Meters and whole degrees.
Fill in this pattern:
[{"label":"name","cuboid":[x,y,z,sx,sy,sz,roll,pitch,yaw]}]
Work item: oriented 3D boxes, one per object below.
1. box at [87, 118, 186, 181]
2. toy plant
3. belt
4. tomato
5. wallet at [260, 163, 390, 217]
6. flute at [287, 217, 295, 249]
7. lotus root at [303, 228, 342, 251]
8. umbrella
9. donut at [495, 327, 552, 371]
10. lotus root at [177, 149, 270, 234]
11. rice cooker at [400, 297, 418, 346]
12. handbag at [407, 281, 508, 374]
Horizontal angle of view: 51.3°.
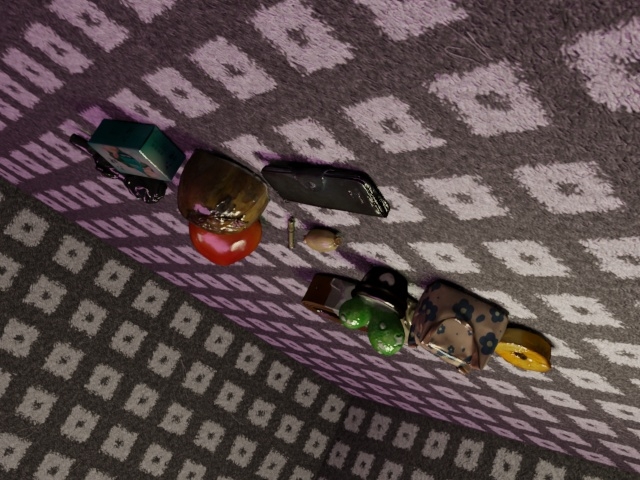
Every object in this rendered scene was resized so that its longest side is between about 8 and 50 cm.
[{"label":"box","cuboid":[-0.529,-0.260,1.918,0.245,0.092,0.153,11,156,36]},{"label":"toy plant","cuboid":[0.175,0.211,2.015,0.218,0.235,0.175,26,162,2]},{"label":"belt","cuboid":[0.095,0.220,2.334,0.339,0.122,0.217,13,159,39]},{"label":"tomato","cuboid":[-0.312,-0.027,2.117,0.260,0.180,0.260,22,153,12]},{"label":"wallet","cuboid":[0.006,-0.125,1.649,0.318,0.045,0.172,11,157,34]},{"label":"flute","cuboid":[-0.092,-0.021,2.078,0.027,0.027,0.233,24,161,6]},{"label":"lotus root","cuboid":[0.000,0.000,1.955,0.150,0.062,0.073,4,150,46]},{"label":"umbrella","cuboid":[-0.650,-0.237,2.143,0.340,0.118,0.118,35,160,-12]},{"label":"donut","cuboid":[0.603,0.319,1.988,0.190,0.074,0.174,32,160,-15]},{"label":"lotus root","cuboid":[-0.280,-0.114,1.870,0.272,0.192,0.272,18,155,9]},{"label":"rice cooker","cuboid":[0.269,0.261,2.171,0.127,0.145,0.206,-10,144,46]},{"label":"handbag","cuboid":[0.391,0.260,1.927,0.252,0.193,0.190,27,165,1]}]
